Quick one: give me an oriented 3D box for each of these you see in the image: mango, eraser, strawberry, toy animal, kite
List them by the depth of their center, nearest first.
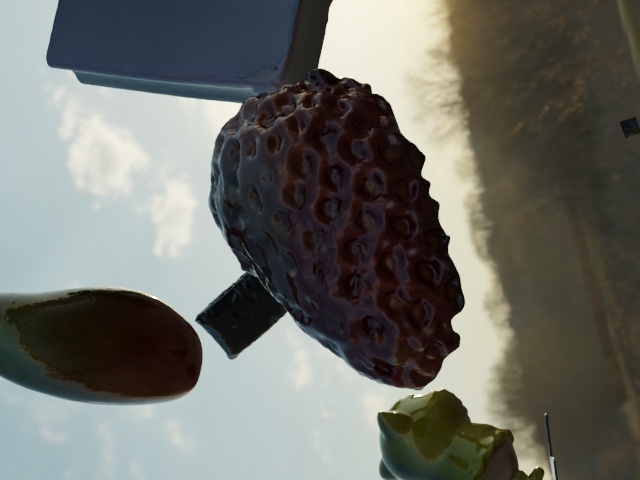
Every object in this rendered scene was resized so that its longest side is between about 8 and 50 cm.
[{"bbox_3d":[0.000,0.000,1.084,0.336,0.149,0.265,60,145,31],"label":"strawberry"},{"bbox_3d":[-0.278,0.126,1.333,0.129,0.289,0.146,126,141,-54],"label":"mango"},{"bbox_3d":[0.182,0.295,1.500,0.156,0.230,0.156,-50,-31,-44],"label":"toy animal"},{"bbox_3d":[-0.170,-0.332,1.530,0.122,0.359,0.272,30,-108,-69],"label":"eraser"},{"bbox_3d":[0.646,-0.229,2.283,0.002,0.078,0.044,145,127,-88],"label":"kite"}]

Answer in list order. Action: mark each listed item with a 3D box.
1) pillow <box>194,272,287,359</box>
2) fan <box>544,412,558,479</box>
[{"bbox_3d":[-0.104,0.098,1.884,0.055,0.208,0.141,41,171,45],"label":"pillow"},{"bbox_3d":[0.354,0.359,1.696,0.132,0.009,0.220,71,-166,-52],"label":"fan"}]
